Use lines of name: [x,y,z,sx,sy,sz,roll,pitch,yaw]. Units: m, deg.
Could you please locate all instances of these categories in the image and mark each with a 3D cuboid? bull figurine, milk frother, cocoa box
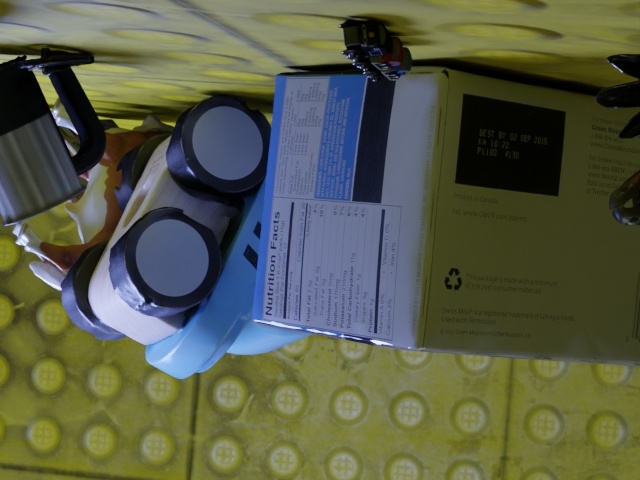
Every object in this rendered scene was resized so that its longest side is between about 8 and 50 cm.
bull figurine: [-0.245,-0.056,2.065,0.188,0.310,0.101,20,139,-16]
milk frother: [-0.248,-0.098,1.573,0.129,0.135,0.143,-27,-169,-15]
cocoa box: [0.146,-0.018,1.552,0.347,0.232,0.228,6,180,-39]

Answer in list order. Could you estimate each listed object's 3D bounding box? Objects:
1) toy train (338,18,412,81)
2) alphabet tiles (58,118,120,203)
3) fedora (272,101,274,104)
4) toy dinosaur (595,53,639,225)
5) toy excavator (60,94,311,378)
toy train: [0.041,-0.134,1.249,0.036,0.027,0.158,-6,177,9]
alphabet tiles: [-0.261,-0.073,2.204,0.237,0.009,0.198,47,-152,24]
fedora: [0.038,-0.101,1.794,0.194,0.079,0.194,5,179,0]
toy dinosaur: [0.306,-0.073,1.174,0.218,0.164,0.322,-13,153,-40]
toy excavator: [0.000,0.000,1.964,0.445,0.433,0.222,32,156,-17]
